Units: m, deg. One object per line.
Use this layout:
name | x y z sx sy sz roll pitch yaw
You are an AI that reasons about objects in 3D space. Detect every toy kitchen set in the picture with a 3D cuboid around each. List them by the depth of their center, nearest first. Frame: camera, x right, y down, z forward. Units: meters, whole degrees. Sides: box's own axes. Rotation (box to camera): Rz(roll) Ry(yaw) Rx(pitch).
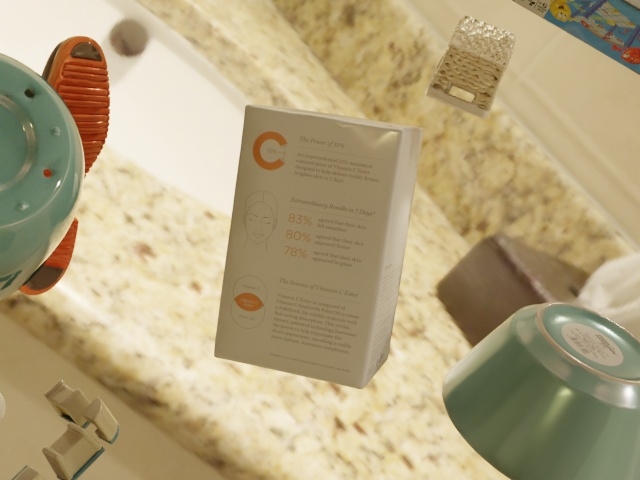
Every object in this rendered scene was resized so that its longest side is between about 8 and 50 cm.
toy kitchen set | -0.447 0.365 1.668 0.166 0.207 0.122 13 -41 44

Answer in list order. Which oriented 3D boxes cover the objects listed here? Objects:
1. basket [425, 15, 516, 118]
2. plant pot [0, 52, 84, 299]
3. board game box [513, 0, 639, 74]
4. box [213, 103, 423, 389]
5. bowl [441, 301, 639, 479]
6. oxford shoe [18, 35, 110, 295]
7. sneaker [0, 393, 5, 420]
basket | 0.258 -0.298 1.666 0.113 0.103 0.167 22 35 4
plant pot | -0.391 -0.078 1.073 0.293 0.235 0.292 7 76 -30
board game box | 0.385 -0.282 0.924 0.302 0.308 0.086 32 -17 4
box | 0.000 0.000 1.350 0.215 0.345 0.168 11 10 14
bowl | 0.339 0.199 1.336 0.312 0.163 0.311 18 27 -9
oxford shoe | -0.393 -0.113 1.347 0.133 0.363 0.130 26 13 28
sneaker | -0.575 0.237 1.416 0.290 0.123 0.106 -2 45 -48
